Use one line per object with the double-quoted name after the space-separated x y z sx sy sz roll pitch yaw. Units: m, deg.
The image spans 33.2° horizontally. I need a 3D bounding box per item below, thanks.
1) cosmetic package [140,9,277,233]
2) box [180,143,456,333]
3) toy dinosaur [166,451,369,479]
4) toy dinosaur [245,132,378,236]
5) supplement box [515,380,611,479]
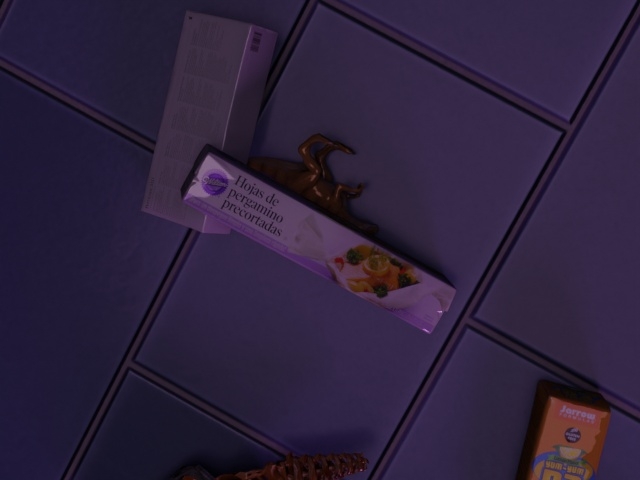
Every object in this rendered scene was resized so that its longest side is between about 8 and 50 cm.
-0.128 -0.135 1.234 0.098 0.060 0.239 19 99 29 "cosmetic package"
0.000 0.000 1.192 0.324 0.067 0.063 29 97 -13 "box"
-0.092 0.347 1.252 0.322 0.164 0.218 -40 72 31 "toy dinosaur"
-0.021 -0.072 1.237 0.211 0.064 0.112 31 100 4 "toy dinosaur"
0.263 0.285 1.225 0.078 0.080 0.234 12 95 4 "supplement box"
